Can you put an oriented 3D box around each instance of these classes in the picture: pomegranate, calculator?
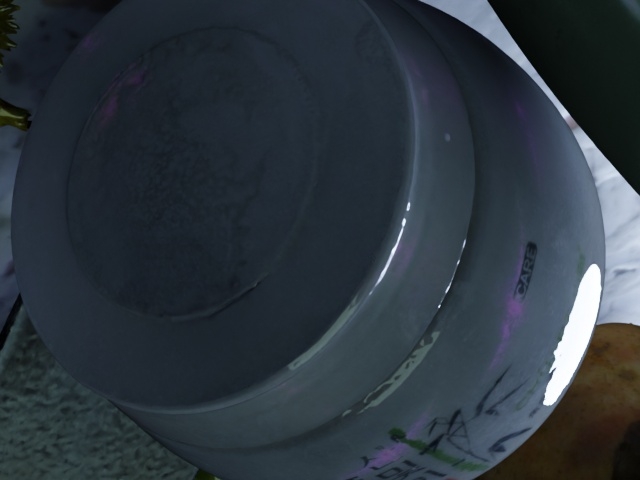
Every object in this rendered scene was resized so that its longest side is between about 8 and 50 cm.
[{"bbox_3d":[0.248,0.199,1.400,0.281,0.281,0.281,-18,147,-12],"label":"pomegranate"},{"bbox_3d":[-0.149,0.133,1.085,0.161,0.021,0.262,25,93,-27],"label":"calculator"}]

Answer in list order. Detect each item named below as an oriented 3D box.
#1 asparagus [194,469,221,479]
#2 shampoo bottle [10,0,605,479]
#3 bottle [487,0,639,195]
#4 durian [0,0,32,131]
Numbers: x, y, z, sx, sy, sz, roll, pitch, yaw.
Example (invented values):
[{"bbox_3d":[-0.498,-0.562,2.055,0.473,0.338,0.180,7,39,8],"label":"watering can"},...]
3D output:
[{"bbox_3d":[-0.193,0.147,1.145,0.381,0.128,0.108,-7,169,-24],"label":"asparagus"},{"bbox_3d":[0.000,0.000,0.920,0.273,0.273,0.266,-37,152,17],"label":"shampoo bottle"},{"bbox_3d":[0.192,-0.099,0.852,0.168,0.347,0.168,-20,148,-13],"label":"bottle"},{"bbox_3d":[-0.205,-0.084,0.814,0.146,0.102,0.208,-45,144,7],"label":"durian"}]
